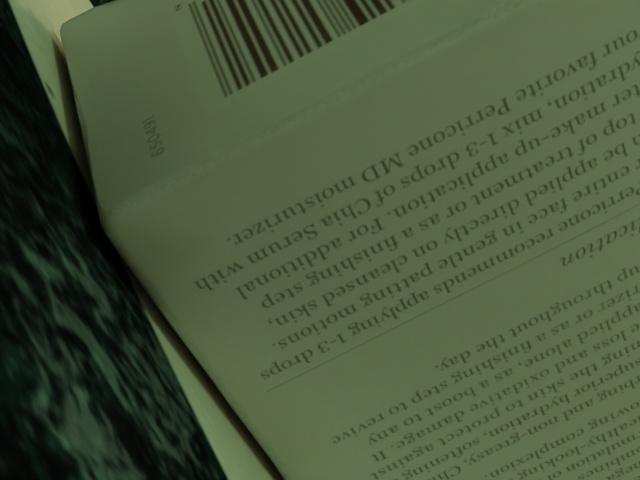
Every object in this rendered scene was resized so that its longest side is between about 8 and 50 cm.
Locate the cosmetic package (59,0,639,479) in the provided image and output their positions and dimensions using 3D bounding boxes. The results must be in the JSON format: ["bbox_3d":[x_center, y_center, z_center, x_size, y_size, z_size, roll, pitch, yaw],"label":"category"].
[{"bbox_3d":[0.084,0.047,0.584,0.453,0.230,0.161,62,2,-40],"label":"cosmetic package"}]
